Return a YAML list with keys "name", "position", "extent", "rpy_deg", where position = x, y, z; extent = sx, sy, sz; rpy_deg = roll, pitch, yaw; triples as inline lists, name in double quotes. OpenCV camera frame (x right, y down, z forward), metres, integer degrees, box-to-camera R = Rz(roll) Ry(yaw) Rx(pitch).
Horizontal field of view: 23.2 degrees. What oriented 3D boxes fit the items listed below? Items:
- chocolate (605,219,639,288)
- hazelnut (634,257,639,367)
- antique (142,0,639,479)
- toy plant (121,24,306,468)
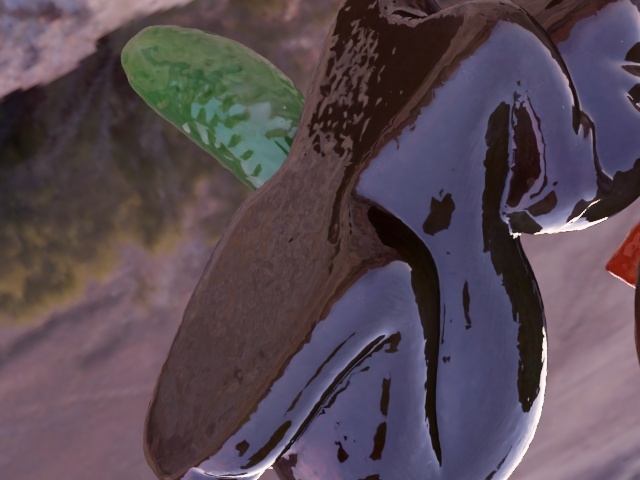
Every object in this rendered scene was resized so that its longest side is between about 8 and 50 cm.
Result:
- name: "chocolate"
  position: [0.384, -0.031, 1.289]
  extent: [0.237, 0.108, 0.235]
  rpy_deg: [2, 131, -54]
- name: "hazelnut"
  position: [0.256, 0.028, 0.672]
  extent: [0.252, 0.217, 0.217]
  rpy_deg: [-10, 157, -14]
- name: "antique"
  position: [0.050, 0.004, 0.620]
  extent: [0.143, 0.121, 0.257]
  rpy_deg: [23, 97, -26]
- name: "toy plant"
  position: [0.000, 0.006, 1.218]
  extent: [0.317, 0.356, 0.210]
  rpy_deg: [0, -179, 1]
